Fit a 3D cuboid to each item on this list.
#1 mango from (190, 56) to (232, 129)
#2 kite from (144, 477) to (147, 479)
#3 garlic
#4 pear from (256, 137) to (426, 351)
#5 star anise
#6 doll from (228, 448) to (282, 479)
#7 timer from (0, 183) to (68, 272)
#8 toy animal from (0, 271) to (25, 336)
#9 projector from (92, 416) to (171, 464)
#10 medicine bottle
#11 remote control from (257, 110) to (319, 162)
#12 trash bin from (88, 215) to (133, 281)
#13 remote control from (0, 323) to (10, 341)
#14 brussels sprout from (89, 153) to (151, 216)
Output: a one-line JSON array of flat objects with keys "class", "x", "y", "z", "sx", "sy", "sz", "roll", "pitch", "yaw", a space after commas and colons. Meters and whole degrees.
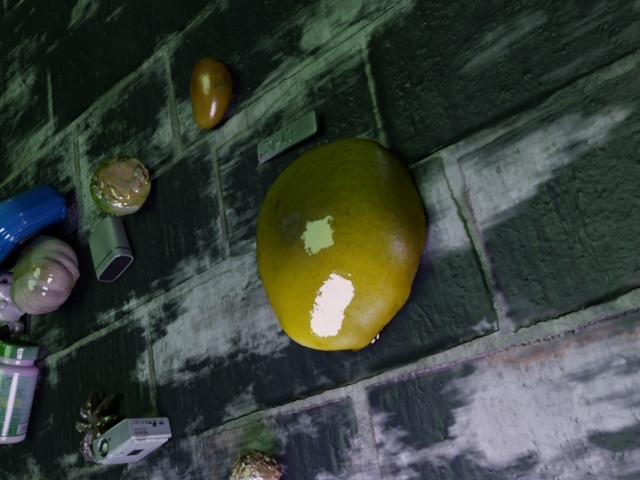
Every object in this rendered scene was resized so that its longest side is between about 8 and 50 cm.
[{"class": "mango", "x": -0.253, "y": -0.343, "z": 1.625, "sx": 0.111, "sy": 0.089, "sz": 0.163, "roll": -7, "pitch": 86, "yaw": 52}, {"class": "kite", "x": -0.420, "y": 0.614, "z": 1.620, "sx": 0.157, "sy": 0.011, "sz": 0.139, "roll": 13, "pitch": 87, "yaw": 41}, {"class": "garlic", "x": -0.754, "y": 0.101, "z": 1.924, "sx": 0.228, "sy": 0.152, "sz": 0.228, "roll": -29, "pitch": 49, "yaw": 41}, {"class": "pear", "x": 0.000, "y": 0.000, "z": 1.258, "sx": 0.340, "sy": 0.191, "sz": 0.386, "roll": 3, "pitch": 83, "yaw": 42}, {"class": "star anise", "x": -0.557, "y": 0.458, "z": 1.735, "sx": 0.195, "sy": 0.065, "sz": 0.182, "roll": -13, "pitch": 71, "yaw": 43}, {"class": "doll", "x": -0.125, "y": 0.507, "z": 1.324, "sx": 0.105, "sy": 0.115, "sz": 0.221, "roll": -5, "pitch": 84, "yaw": 30}, {"class": "timer", "x": -0.875, "y": -0.009, "z": 1.970, "sx": 0.340, "sy": 0.309, "sz": 0.115, "roll": -40, "pitch": 92, "yaw": 28}, {"class": "toy animal", "x": -0.952, "y": 0.194, "z": 2.098, "sx": 0.178, "sy": 0.127, "sz": 0.193, "roll": -13, "pitch": 75, "yaw": 41}, {"class": "projector", "x": -0.425, "y": 0.454, "z": 1.586, "sx": 0.147, "sy": 0.115, "sz": 0.061, "roll": -38, "pitch": 57, "yaw": 30}, {"class": "medicine bottle", "x": -0.875, "y": 0.421, "z": 1.978, "sx": 0.133, "sy": 0.133, "sz": 0.274, "roll": 8, "pitch": 85, "yaw": 42}, {"class": "remote control", "x": -0.067, "y": -0.215, "z": 1.476, "sx": 0.184, "sy": 0.027, "sz": 0.050, "roll": -21, "pitch": 66, "yaw": 42}, {"class": "trash bin", "x": -0.546, "y": 0.023, "z": 1.822, "sx": 0.116, "sy": 0.059, "sz": 0.130, "roll": -43, "pitch": 55, "yaw": 26}, {"class": "remote control", "x": -0.926, "y": 0.360, "z": 2.036, "sx": 0.025, "sy": 0.063, "sz": 0.245, "roll": 20, "pitch": 116, "yaw": 27}, {"class": "brussels sprout", "x": -0.509, "y": -0.134, "z": 1.782, "sx": 0.149, "sy": 0.151, "sz": 0.122, "roll": 64, "pitch": 156, "yaw": 1}]
